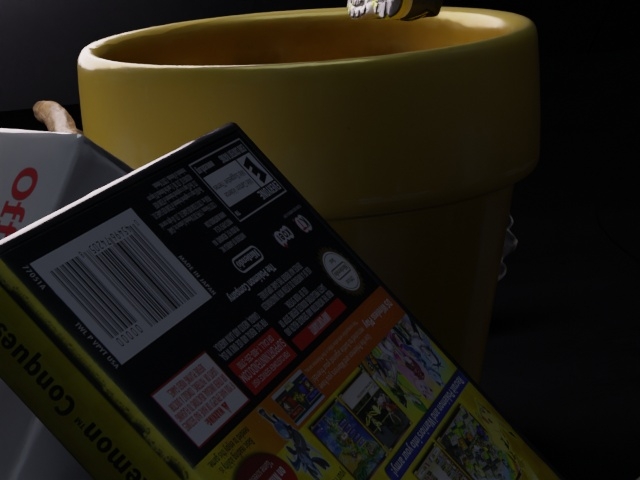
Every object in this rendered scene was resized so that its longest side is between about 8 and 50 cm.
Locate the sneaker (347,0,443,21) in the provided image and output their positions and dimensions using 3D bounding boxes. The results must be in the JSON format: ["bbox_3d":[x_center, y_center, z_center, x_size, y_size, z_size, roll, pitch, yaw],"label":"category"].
[{"bbox_3d":[0.041,-0.134,1.101,0.035,0.031,0.083,6,13,-22],"label":"sneaker"}]

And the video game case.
[{"bbox_3d":[-0.004,0.073,0.790,0.035,0.248,0.275,-44,-2,20],"label":"video game case"}]

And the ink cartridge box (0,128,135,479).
[{"bbox_3d":[-0.169,0.053,0.953,0.233,0.171,0.168,7,-19,40],"label":"ink cartridge box"}]

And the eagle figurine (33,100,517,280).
[{"bbox_3d":[-0.042,-0.008,1.390,0.298,0.225,0.226,22,45,-27],"label":"eagle figurine"}]

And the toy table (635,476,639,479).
[{"bbox_3d":[0.243,0.077,0.874,0.252,0.161,0.274,0,12,18],"label":"toy table"}]

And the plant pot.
[{"bbox_3d":[0.000,0.000,1.111,0.254,0.239,0.254,-4,12,1],"label":"plant pot"}]
